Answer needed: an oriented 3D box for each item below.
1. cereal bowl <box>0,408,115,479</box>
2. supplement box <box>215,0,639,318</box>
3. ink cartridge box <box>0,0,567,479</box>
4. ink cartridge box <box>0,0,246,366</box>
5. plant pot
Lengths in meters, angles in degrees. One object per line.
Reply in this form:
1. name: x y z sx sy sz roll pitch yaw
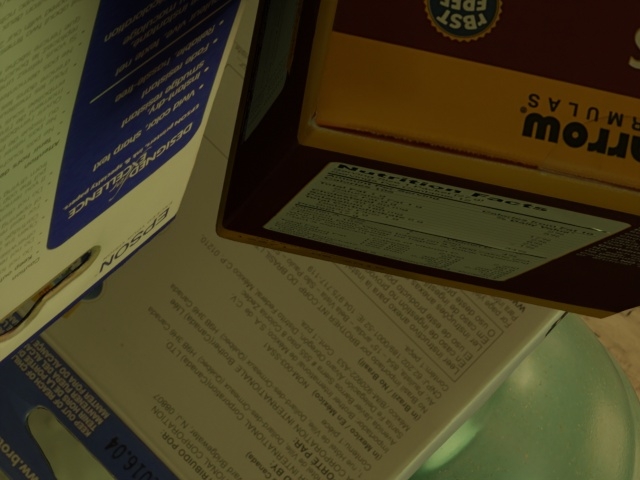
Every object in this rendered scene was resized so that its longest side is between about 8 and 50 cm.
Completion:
1. cereal bowl: -0.052 0.088 1.051 0.339 0.141 0.339 -45 169 -11
2. supplement box: 0.061 -0.091 0.532 0.194 0.129 0.191 145 -44 -78
3. ink cartridge box: 0.000 0.000 0.794 0.311 0.186 0.065 -46 171 0
4. ink cartridge box: -0.089 -0.063 0.552 0.176 0.069 0.371 -41 166 -29
5. plant pot: 0.055 0.116 1.291 0.293 0.293 0.196 -44 142 -10
